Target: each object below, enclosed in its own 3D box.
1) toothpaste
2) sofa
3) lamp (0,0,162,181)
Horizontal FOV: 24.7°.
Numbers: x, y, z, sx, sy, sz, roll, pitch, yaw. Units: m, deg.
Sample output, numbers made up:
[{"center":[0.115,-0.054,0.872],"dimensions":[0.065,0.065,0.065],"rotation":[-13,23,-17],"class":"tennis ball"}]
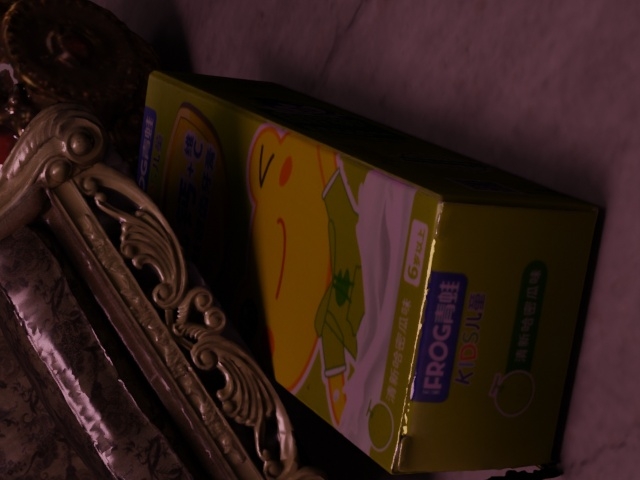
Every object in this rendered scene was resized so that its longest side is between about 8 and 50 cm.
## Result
[{"center":[0.000,0.000,0.676],"dimensions":[0.327,0.077,0.110],"rotation":[30,115,60],"class":"toothpaste"},{"center":[-0.133,0.087,0.686],"dimensions":[0.258,0.182,0.200],"rotation":[57,164,1],"class":"sofa"},{"center":[-0.198,-0.040,0.978],"dimensions":[0.274,0.177,0.177],"rotation":[121,141,-46],"class":"lamp"}]
